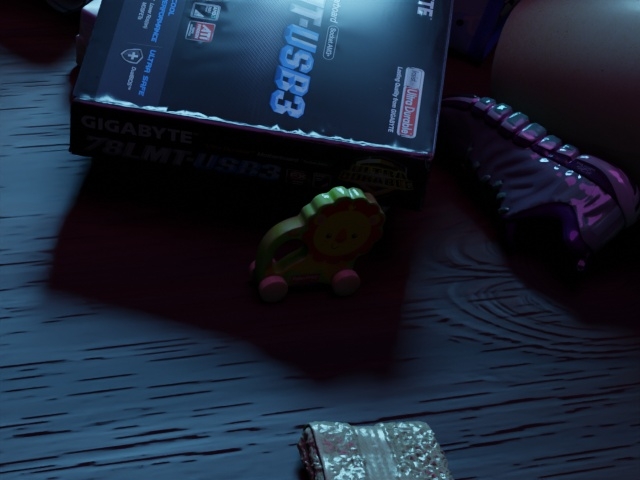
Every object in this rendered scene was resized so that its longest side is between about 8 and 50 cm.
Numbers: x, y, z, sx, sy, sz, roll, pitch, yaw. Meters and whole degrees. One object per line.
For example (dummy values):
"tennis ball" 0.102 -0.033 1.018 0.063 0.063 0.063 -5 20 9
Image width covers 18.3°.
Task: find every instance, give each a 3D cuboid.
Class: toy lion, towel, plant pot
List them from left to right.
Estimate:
"toy lion" 0.000 0.000 1.558 0.100 0.096 0.034 -5 41 -22
"towel" 0.049 0.182 1.399 0.110 0.027 0.148 1 39 -17
"plant pot" 0.297 -0.131 1.722 0.274 0.257 0.256 15 34 28

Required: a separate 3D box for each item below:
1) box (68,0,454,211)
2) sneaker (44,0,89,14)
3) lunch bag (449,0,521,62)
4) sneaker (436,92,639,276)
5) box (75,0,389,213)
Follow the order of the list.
"box" -0.038 -0.168 1.673 0.293 0.073 0.296 9 47 2
"sneaker" -0.173 -0.262 1.845 0.268 0.101 0.153 28 61 -14
"lunch bag" 0.106 -0.425 1.880 0.327 0.385 0.239 24 39 9
"sneaker" 0.159 -0.050 1.690 0.223 0.083 0.098 27 64 35
"box" -0.065 -0.126 1.724 0.324 0.063 0.067 26 43 17
